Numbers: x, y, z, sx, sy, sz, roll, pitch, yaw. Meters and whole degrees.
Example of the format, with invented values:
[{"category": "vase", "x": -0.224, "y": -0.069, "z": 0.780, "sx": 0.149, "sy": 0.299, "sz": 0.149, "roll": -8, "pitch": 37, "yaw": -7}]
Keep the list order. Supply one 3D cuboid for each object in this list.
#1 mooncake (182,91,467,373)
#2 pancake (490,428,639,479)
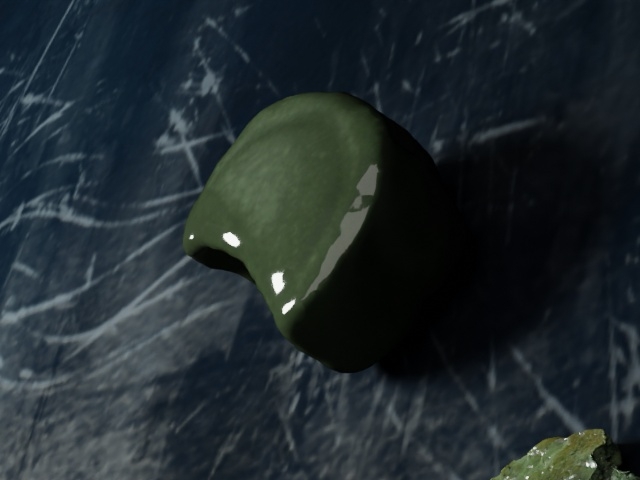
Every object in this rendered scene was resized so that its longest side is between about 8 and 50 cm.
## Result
[{"category": "mooncake", "x": 0.000, "y": 0.000, "z": 1.111, "sx": 0.168, "sy": 0.104, "sz": 0.175, "roll": -28, "pitch": 42, "yaw": 23}, {"category": "pancake", "x": 0.109, "y": 0.152, "z": 0.916, "sx": 0.116, "sy": 0.022, "sz": 0.129, "roll": -24, "pitch": 42, "yaw": 36}]
